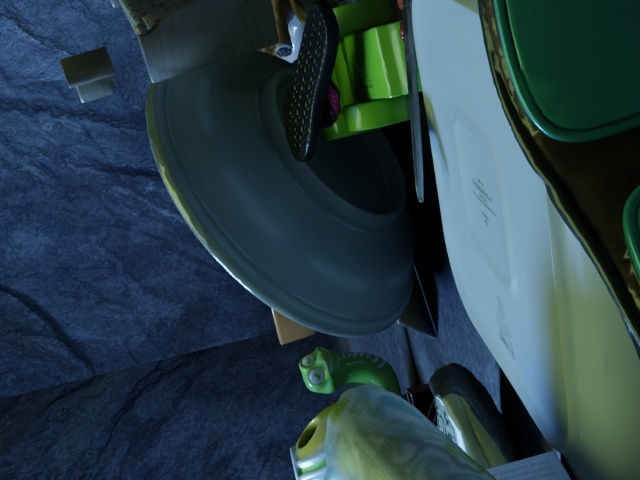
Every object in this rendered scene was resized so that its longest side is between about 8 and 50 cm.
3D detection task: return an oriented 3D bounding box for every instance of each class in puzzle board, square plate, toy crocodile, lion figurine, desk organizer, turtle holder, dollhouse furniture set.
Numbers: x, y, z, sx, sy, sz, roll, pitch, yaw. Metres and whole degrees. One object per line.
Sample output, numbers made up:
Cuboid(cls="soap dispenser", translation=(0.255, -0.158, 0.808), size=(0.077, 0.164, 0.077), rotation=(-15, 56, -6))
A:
Cuboid(cls="puzzle board", translation=(0.105, 0.060, 1.200), size=(0.096, 0.011, 0.128), rotation=(28, -140, -51))
Cuboid(cls="square plate", translation=(0.126, -0.028, 0.600), size=(0.347, 0.049, 0.344), rotation=(-110, 8, -66))
Cuboid(cls="toy crocodile", translation=(0.053, -0.169, 0.929), size=(0.340, 0.105, 0.115), rotation=(-161, 57, -81))
Cuboid(cls="lion figurine", translation=(-0.046, -0.360, 1.682), size=(0.392, 0.142, 0.240), rotation=(118, 148, -64))
Cuboid(cls="desk organizer", translation=(0.146, 0.211, 1.192), size=(0.130, 0.050, 0.047), rotation=(150, 107, -86))
Cuboid(cls="turtle holder", translation=(0.069, 0.348, 1.503), size=(0.243, 0.228, 0.320), rotation=(-107, 5, -55))
Cuboid(cls="dollhouse furniture set", translation=(-0.141, -0.338, 0.996), size=(0.303, 0.356, 0.173), rotation=(-124, 17, -46))

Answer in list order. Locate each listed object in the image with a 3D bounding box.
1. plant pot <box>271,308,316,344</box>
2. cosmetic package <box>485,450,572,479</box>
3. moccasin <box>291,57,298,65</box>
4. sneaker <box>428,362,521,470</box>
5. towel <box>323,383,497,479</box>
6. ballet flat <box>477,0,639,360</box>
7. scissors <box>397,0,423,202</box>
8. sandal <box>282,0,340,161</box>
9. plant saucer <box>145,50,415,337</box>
Cuboid(cls="plant pot", translation=(0.000, 0.000, 1.479), size=(0.291, 0.204, 0.290), rotation=(166, 90, -87))
Cuboid(cls="cosmetic package", translation=(0.157, 0.289, 0.765), size=(0.085, 0.117, 0.231), rotation=(-112, 10, -58))
Cuboid(cls="moccasin", translation=(0.015, -0.103, 1.313), size=(0.342, 0.138, 0.117), rotation=(69, 162, 5))
Cuboid(cls="sneaker", translation=(0.118, 0.306, 0.903), size=(0.158, 0.182, 0.410), rotation=(-109, 7, -62))
Cuboid(cls="towel", translation=(0.128, 0.305, 0.563), size=(0.320, 0.090, 0.374), rotation=(33, 143, 47))
Cuboid(cls="ballet flat", translation=(0.121, -0.030, 0.345), size=(0.096, 0.095, 0.280), rotation=(36, -141, -77))
Cuboid(cls="scissors", translation=(0.071, -0.181, 0.737), size=(0.109, 0.021, 0.297), rotation=(-42, -54, -81))
Cuboid(cls="sandal", translation=(0.001, -0.139, 0.859), size=(0.179, 0.040, 0.067), rotation=(108, 144, -49))
Cuboid(cls="plant saucer", translation=(-0.008, -0.085, 1.073), size=(0.400, 0.100, 0.400), rotation=(34, -145, -28))
